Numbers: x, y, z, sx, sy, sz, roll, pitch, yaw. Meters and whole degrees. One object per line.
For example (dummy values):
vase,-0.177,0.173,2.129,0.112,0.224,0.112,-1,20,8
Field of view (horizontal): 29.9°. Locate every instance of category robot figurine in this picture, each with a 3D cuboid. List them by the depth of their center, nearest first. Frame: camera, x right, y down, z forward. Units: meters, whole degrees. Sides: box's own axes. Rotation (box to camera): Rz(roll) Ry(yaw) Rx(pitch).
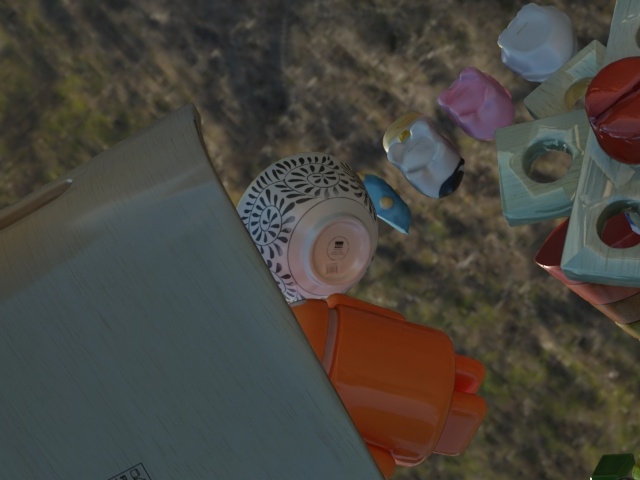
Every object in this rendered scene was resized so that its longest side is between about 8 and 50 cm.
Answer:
robot figurine,0.033,0.125,1.050,0.219,0.158,0.128,15,170,-7

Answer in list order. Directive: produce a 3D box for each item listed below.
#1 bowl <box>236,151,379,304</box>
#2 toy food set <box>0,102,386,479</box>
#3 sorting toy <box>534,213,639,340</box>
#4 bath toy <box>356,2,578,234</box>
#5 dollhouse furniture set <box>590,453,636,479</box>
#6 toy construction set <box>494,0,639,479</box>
bowl,0.000,0.000,1.223,0.170,0.170,0.080,54,167,-32
toy food set,-0.088,0.114,0.632,0.306,0.220,0.092,61,-174,-6
sorting toy,0.362,-0.003,0.964,0.366,0.127,0.126,-22,106,30
bath toy,0.195,-0.156,1.543,0.129,0.348,0.151,33,-161,-46
dollhouse furniture set,0.344,0.325,1.369,0.076,0.058,0.151,-11,100,33
toy construction set,0.176,0.061,0.458,0.151,0.215,0.328,23,168,45
